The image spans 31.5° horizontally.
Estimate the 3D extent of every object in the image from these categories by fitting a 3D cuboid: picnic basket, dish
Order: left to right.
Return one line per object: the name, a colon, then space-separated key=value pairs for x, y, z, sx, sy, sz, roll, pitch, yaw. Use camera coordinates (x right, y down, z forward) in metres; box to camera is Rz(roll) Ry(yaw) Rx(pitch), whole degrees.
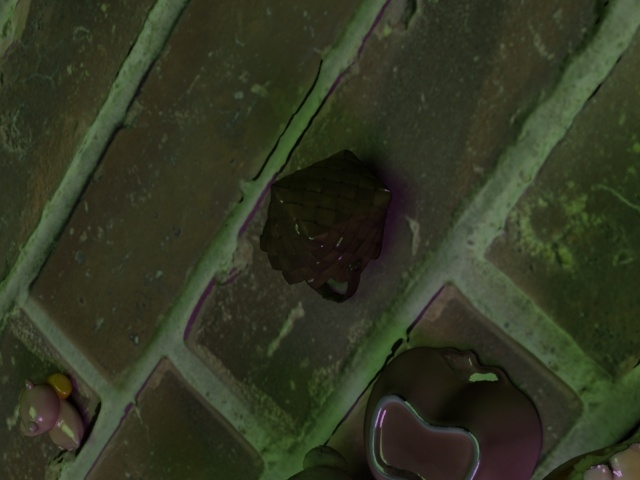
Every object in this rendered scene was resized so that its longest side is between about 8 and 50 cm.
picnic basket: x=0.000 y=0.000 z=1.296 sx=0.128 sy=0.137 sz=0.178 roll=51 pitch=151 yaw=24
dish: x=0.128 y=0.221 z=1.256 sx=0.213 sy=0.090 sz=0.213 roll=4 pitch=97 yaw=32

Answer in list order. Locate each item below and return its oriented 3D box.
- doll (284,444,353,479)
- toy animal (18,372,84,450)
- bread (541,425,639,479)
doll: x=0.026 y=0.381 z=1.276 sx=0.149 sy=0.175 sz=0.278 roll=-33 pitch=101 yaw=39
toy animal: x=-0.388 y=0.248 z=1.581 sx=0.091 sy=0.082 sz=0.114 roll=-26 pitch=82 yaw=32
bread: x=0.385 y=0.235 z=0.941 sx=0.424 sy=0.329 sz=0.245 roll=-21 pitch=63 yaw=33
